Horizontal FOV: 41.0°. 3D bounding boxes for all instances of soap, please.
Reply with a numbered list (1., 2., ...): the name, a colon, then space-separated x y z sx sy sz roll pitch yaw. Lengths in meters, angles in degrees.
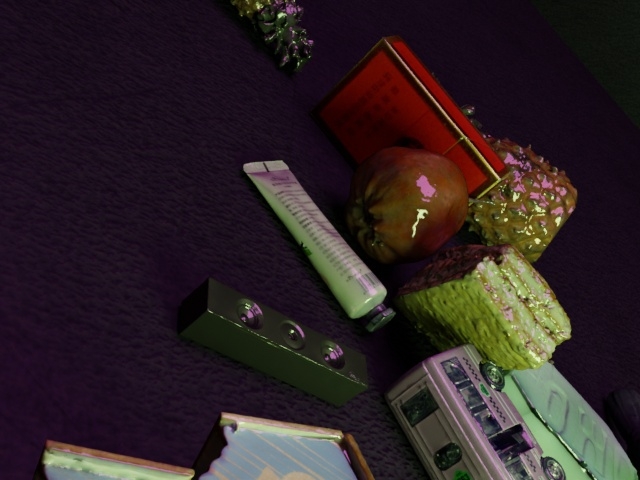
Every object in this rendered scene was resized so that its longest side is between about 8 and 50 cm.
1. soap: 0.272 0.238 0.992 0.230 0.091 0.145 46 31 -2

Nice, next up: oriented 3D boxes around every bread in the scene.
1. bread: 0.183 0.074 0.955 0.138 0.196 0.102 46 71 -6

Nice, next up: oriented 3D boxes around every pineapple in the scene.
1. pineapple: 0.218 -0.118 1.275 0.340 0.169 0.169 40 31 0
2. pineapple: -0.067 -0.324 1.186 0.198 0.108 0.108 63 32 -1

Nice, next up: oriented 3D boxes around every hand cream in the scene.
1. hand cream: 0.000 0.000 0.959 0.234 0.050 0.080 53 31 16

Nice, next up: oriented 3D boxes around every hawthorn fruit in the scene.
1. hawthorn fruit: 0.109 -0.050 1.039 0.149 0.149 0.189 51 38 4

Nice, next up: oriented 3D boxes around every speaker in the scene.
1. speaker: -0.040 0.098 0.794 0.191 0.046 0.040 30 37 -31

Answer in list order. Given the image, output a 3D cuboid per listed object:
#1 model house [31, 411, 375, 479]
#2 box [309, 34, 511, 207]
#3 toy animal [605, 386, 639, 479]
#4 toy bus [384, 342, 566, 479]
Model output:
1. model house: -0.055 0.215 0.503 0.271 0.178 0.206 31 37 9
2. box: 0.117 -0.132 1.141 0.240 0.153 0.074 51 27 4
3. toy animal: 0.429 0.304 1.073 0.367 0.081 0.206 10 65 -78
4. toy bus: 0.158 0.211 0.872 0.108 0.096 0.199 -5 57 -49
